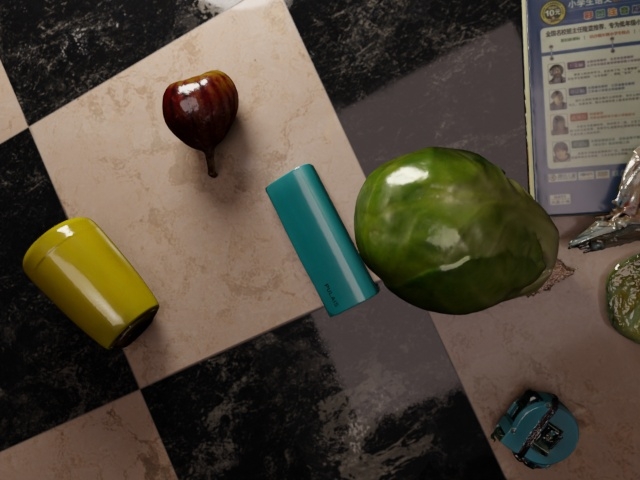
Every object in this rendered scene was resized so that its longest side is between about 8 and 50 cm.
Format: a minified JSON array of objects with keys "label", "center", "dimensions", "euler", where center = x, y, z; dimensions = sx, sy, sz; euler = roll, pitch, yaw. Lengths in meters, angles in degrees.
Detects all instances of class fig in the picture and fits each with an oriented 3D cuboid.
[{"label":"fig","center":[-0.251,-0.253,1.127],"dimensions":[0.149,0.148,0.202],"euler":[13,80,-22]}]

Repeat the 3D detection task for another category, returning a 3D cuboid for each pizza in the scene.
[{"label":"pizza","center":[0.422,0.065,1.060],"dimensions":[0.100,0.029,0.099],"euler":[33,105,12]}]

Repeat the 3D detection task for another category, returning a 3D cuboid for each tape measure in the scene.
[{"label":"tape measure","center":[0.414,0.357,1.039],"dimensions":[0.125,0.081,0.146],"euler":[33,98,-1]}]

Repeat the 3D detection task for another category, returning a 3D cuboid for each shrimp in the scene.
[{"label":"shrimp","center":[0.576,-0.082,0.969],"dimensions":[0.316,0.062,0.164],"euler":[-27,83,8]}]

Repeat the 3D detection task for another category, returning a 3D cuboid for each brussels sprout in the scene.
[{"label":"brussels sprout","center":[0.236,-0.010,0.970],"dimensions":[0.354,0.289,0.282],"euler":[13,83,-11]}]

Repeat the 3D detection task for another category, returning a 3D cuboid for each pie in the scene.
[{"label":"pie","center":[0.618,0.108,1.010],"dimensions":[0.186,0.041,0.187],"euler":[0,92,12]}]

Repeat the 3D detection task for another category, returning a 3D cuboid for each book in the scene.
[{"label":"book","center":[0.538,-0.262,1.019],"dimensions":[0.299,0.039,0.429],"euler":[-2,91,12]}]

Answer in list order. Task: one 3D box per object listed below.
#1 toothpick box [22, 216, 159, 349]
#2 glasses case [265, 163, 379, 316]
[{"label":"toothpick box","center":[-0.476,0.098,1.174],"dimensions":[0.175,0.175,0.271],"euler":[-45,86,9]},{"label":"glasses case","center":[-0.002,0.001,1.126],"dimensions":[0.117,0.070,0.301],"euler":[-29,87,12]}]
